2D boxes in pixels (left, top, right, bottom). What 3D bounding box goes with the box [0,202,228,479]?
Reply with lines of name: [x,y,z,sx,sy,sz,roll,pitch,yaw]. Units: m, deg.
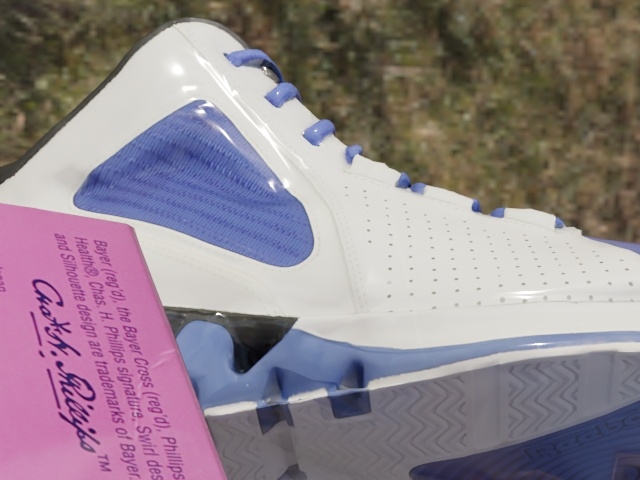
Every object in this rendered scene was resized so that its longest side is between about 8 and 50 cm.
box: [-0.108,0.146,0.373,0.117,0.213,0.243,9,124,-29]

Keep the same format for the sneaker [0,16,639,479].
sneaker: [-0.001,0.000,0.605,0.127,0.315,0.182,88,-2,-57]
